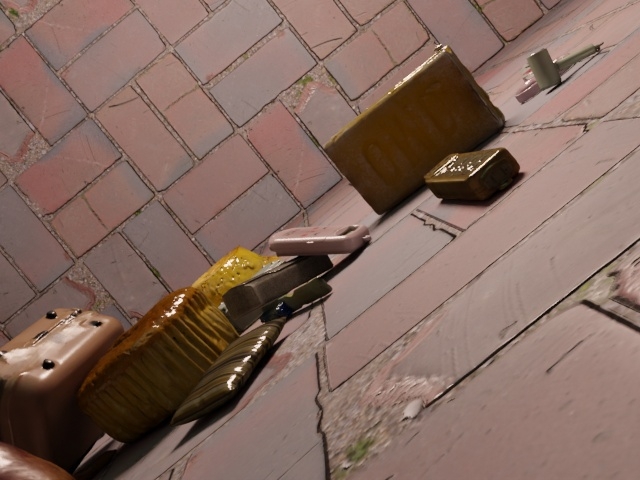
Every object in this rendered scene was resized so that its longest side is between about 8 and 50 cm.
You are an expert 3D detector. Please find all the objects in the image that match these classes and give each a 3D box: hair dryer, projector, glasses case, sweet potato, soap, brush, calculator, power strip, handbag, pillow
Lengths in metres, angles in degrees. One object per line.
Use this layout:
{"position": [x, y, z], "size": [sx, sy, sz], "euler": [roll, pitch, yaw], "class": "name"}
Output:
{"position": [0.405, -0.300, 1.408], "size": [0.124, 0.063, 0.038], "euler": [-26, 4, 5], "class": "hair dryer"}
{"position": [-0.119, 0.102, 1.598], "size": [0.147, 0.061, 0.115], "euler": [-42, 7, -17], "class": "projector"}
{"position": [-0.066, 0.064, 1.370], "size": [0.070, 0.047, 0.205], "euler": [-29, -3, 37], "class": "glasses case"}
{"position": [-0.356, 0.354, 1.303], "size": [0.115, 0.026, 0.026], "euler": [-36, 4, -18], "class": "sweet potato"}
{"position": [0.160, -0.190, 1.502], "size": [0.274, 0.173, 0.089], "euler": [-37, 7, 23], "class": "soap"}
{"position": [-0.042, 0.094, 1.278], "size": [0.030, 0.033, 0.178], "euler": [-51, 11, -35], "class": "brush"}
{"position": [0.000, 0.000, 1.403], "size": [0.175, 0.032, 0.100], "euler": [-3, 13, 22], "class": "calculator"}
{"position": [0.189, -0.085, 1.125], "size": [0.064, 0.044, 0.305], "euler": [-40, 5, -1], "class": "power strip"}
{"position": [-0.439, 0.279, 1.414], "size": [0.149, 0.283, 0.302], "euler": [6, 20, 11], "class": "handbag"}
{"position": [-0.114, 0.169, 1.120], "size": [0.113, 0.038, 0.203], "euler": [-33, 8, 27], "class": "pillow"}

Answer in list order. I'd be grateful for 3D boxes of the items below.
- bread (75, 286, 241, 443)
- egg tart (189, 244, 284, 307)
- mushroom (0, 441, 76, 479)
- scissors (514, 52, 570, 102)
{"position": [-0.249, 0.191, 1.322], "size": [0.253, 0.142, 0.227], "euler": [-33, 15, 35], "class": "bread"}
{"position": [-0.199, 0.108, 1.845], "size": [0.288, 0.118, 0.288], "euler": [-38, 10, 8], "class": "egg tart"}
{"position": [-0.390, 0.326, 0.964], "size": [0.267, 0.267, 0.255], "euler": [-48, -24, -59], "class": "mushroom"}
{"position": [0.402, -0.308, 1.602], "size": [0.118, 0.030, 0.242], "euler": [-38, 9, 13], "class": "scissors"}
